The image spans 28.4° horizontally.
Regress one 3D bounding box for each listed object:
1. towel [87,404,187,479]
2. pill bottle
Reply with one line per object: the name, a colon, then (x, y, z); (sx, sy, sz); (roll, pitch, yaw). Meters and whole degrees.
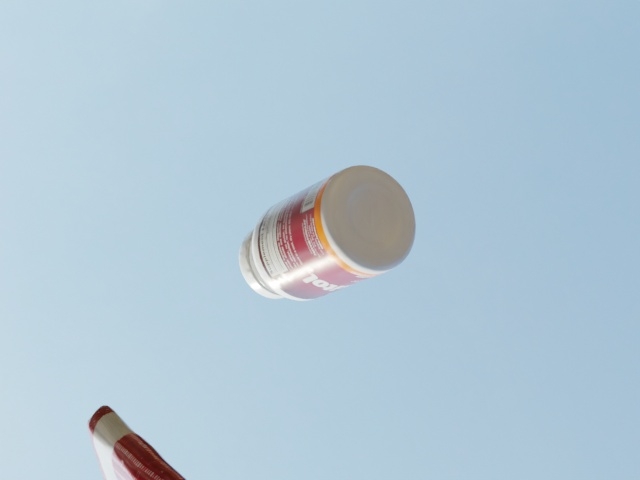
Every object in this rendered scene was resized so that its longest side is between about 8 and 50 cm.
towel: (-0.023, 0.253, 0.672); (0.037, 0.237, 0.329); (-27, -144, -25)
pill bottle: (0.000, 0.000, 1.010); (0.152, 0.086, 0.086); (-24, -140, 54)
